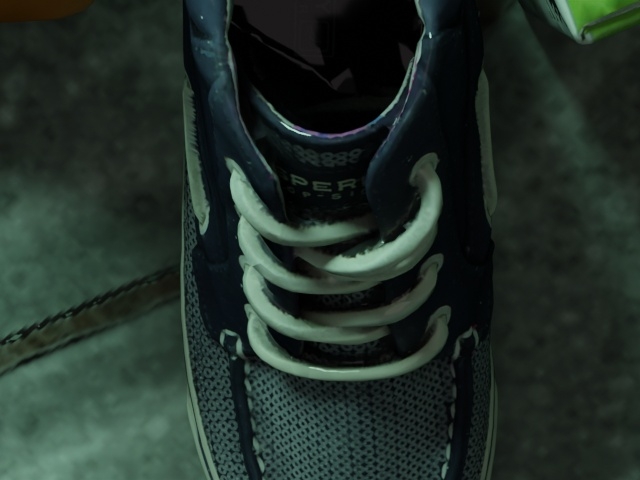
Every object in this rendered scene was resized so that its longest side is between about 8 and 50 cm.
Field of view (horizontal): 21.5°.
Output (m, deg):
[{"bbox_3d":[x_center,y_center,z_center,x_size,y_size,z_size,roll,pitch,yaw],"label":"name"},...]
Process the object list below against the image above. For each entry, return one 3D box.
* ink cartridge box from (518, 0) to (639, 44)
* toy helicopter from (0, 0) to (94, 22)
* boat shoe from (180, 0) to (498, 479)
[{"bbox_3d":[0.116,-0.088,0.550,0.097,0.189,0.255,-22,99,5],"label":"ink cartridge box"},{"bbox_3d":[-0.176,-0.114,0.558,0.355,0.235,0.140,-35,131,26],"label":"toy helicopter"},{"bbox_3d":[0.000,0.000,0.587,0.127,0.158,0.340,-6,100,4],"label":"boat shoe"}]
